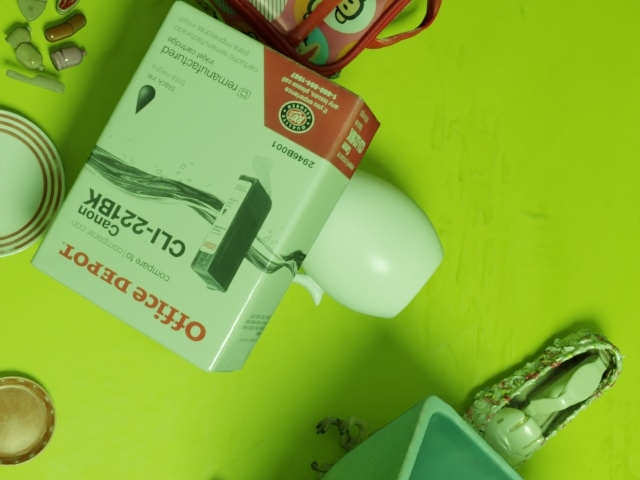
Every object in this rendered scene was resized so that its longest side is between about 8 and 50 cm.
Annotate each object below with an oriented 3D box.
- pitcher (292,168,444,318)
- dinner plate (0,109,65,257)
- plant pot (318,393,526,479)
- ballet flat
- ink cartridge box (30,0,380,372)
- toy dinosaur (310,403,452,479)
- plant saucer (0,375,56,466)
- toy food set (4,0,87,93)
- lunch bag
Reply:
[{"bbox_3d":[0.000,0.000,1.099,0.207,0.125,0.178,39,90,0],"label":"pitcher"},{"bbox_3d":[-0.312,-0.053,1.051,0.141,0.017,0.141,2,85,-17],"label":"dinner plate"},{"bbox_3d":[0.062,0.338,0.997,0.247,0.252,0.248,45,41,-14],"label":"plant pot"},{"bbox_3d":[0.223,0.175,1.170,0.241,0.077,0.091,-40,99,-15],"label":"ballet flat"},{"bbox_3d":[-0.101,-0.043,1.006,0.197,0.114,0.273,29,92,12],"label":"ink cartridge box"},{"bbox_3d":[0.044,0.212,1.134,0.092,0.053,0.183,42,83,-26],"label":"toy dinosaur"},{"bbox_3d":[-0.289,0.168,1.043,0.083,0.013,0.084,1,86,-17],"label":"plant saucer"},{"bbox_3d":[-0.261,-0.203,1.079,0.078,0.019,0.122,16,74,-16],"label":"toy food set"},{"bbox_3d":[0.016,-0.303,1.126,0.258,0.120,0.293,45,76,-14],"label":"lunch bag"}]
